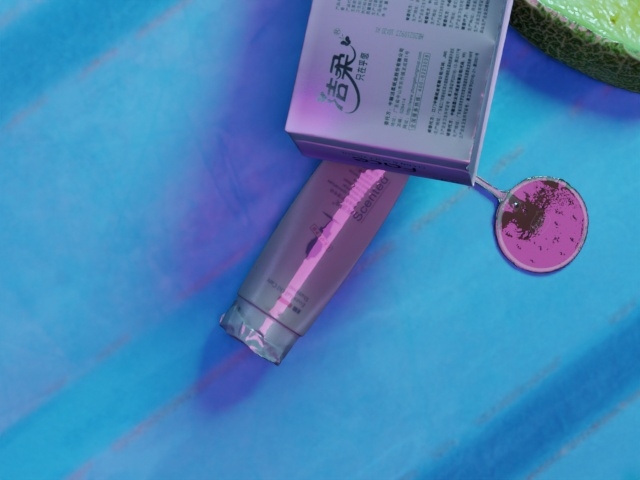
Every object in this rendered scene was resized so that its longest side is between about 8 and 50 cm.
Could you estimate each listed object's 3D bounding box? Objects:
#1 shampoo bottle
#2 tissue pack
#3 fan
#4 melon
[{"bbox_3d":[0.000,0.000,1.024,0.072,0.049,0.212,32,88,-6],"label":"shampoo bottle"},{"bbox_3d":[0.069,-0.179,0.969,0.148,0.092,0.246,12,84,9],"label":"tissue pack"},{"bbox_3d":[0.170,-0.027,1.076,0.133,0.005,0.085,34,88,-11],"label":"fan"},{"bbox_3d":[0.201,-0.218,1.049,0.261,0.053,0.114,29,81,-11],"label":"melon"}]
